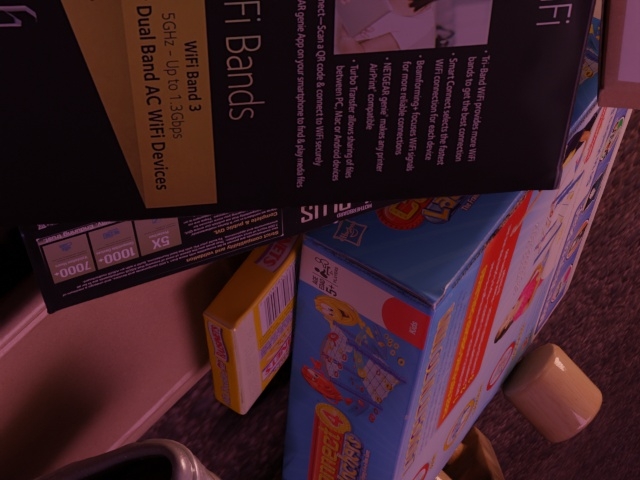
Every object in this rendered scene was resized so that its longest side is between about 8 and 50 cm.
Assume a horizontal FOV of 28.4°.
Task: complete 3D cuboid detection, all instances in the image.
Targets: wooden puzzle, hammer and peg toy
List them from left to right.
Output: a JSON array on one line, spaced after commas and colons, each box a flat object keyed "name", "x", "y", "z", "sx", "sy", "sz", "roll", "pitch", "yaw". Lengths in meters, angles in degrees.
[{"name": "wooden puzzle", "x": -0.127, "y": 0.062, "z": 0.686, "sx": 0.221, "sy": 0.044, "sz": 0.238, "roll": -44, "pitch": 159, "yaw": -14}, {"name": "hammer and peg toy", "x": 0.097, "y": 0.241, "z": 1.067, "sx": 0.361, "sy": 0.127, "sz": 0.266, "roll": -45, "pitch": -177, "yaw": 5}]

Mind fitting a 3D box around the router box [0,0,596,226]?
[{"name": "router box", "x": -0.049, "y": -0.139, "z": 0.293, "sx": 0.243, "sy": 0.081, "sz": 0.308, "roll": -3, "pitch": 136, "yaw": -5}]

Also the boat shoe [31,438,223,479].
[{"name": "boat shoe", "x": -0.191, "y": 0.197, "z": 0.627, "sx": 0.320, "sy": 0.118, "sz": 0.103, "roll": -26, "pitch": 148, "yaw": -2}]

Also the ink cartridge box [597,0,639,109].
[{"name": "ink cartridge box", "x": 0.203, "y": -0.210, "z": 0.684, "sx": 0.234, "sy": 0.088, "sz": 0.193, "roll": 73, "pitch": 25, "yaw": -62}]

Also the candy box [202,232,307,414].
[{"name": "candy box", "x": 0.000, "y": 0.000, "z": 0.764, "sx": 0.206, "sy": 0.027, "sz": 0.105, "roll": -53, "pitch": 162, "yaw": -28}]

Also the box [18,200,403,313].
[{"name": "box", "x": -0.047, "y": -0.064, "z": 0.520, "sx": 0.180, "sy": 0.077, "sz": 0.147, "roll": -18, "pitch": 146, "yaw": -11}]

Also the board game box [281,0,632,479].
[{"name": "board game box", "x": 0.098, "y": 0.019, "z": 0.865, "sx": 0.302, "sy": 0.086, "sz": 0.308, "roll": -47, "pitch": 158, "yaw": -34}]
